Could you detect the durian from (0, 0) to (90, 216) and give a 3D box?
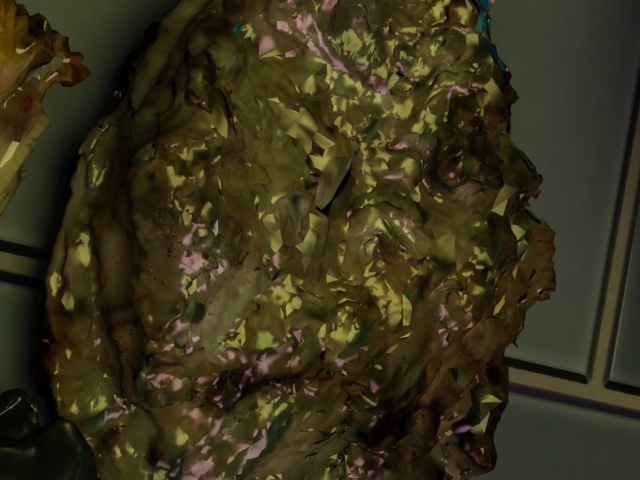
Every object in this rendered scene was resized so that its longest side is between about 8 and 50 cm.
[{"bbox_3d":[-0.223,-0.004,0.427,0.195,0.185,0.305,37,79,-4],"label":"durian"}]

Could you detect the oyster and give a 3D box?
[{"bbox_3d":[0.004,0.003,0.576,0.198,0.092,0.260,14,88,-34],"label":"oyster"}]

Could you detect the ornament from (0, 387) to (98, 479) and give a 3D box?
[{"bbox_3d":[-0.166,0.164,0.472,0.236,0.080,0.202,-16,104,-32],"label":"ornament"}]
